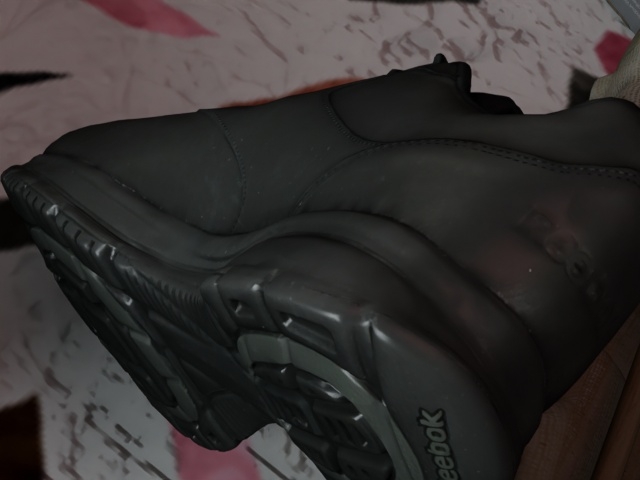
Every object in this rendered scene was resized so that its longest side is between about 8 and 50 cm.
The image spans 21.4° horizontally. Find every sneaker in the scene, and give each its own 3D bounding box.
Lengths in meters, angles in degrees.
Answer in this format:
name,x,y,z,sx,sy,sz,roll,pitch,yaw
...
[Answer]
name,x,y,z,sx,sy,sz,roll,pitch,yaw
sneaker,0.000,0.000,0.530,0.130,0.109,0.286,-41,30,-20

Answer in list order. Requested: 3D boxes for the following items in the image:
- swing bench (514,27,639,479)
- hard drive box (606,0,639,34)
name,x,y,z,sx,sy,sz,roll,pitch,yaw
swing bench,0.167,0.091,0.568,0.254,0.165,0.253,25,49,7
hard drive box,0.271,-0.131,0.827,0.232,0.089,0.181,-19,62,-32
